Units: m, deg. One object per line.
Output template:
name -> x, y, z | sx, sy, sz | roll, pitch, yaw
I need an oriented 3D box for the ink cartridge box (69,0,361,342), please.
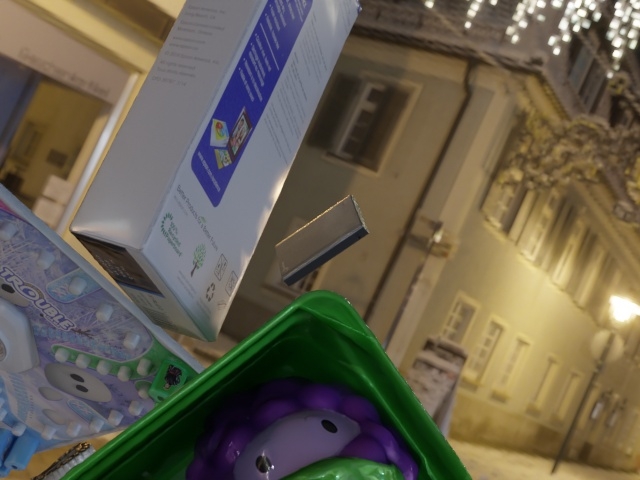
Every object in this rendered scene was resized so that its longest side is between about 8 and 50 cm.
ink cartridge box -> -0.063, -0.105, 0.716 | 0.065, 0.332, 0.165 | 15, -24, 20

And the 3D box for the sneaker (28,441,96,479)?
sneaker -> -0.336, 0.329, 1.185 | 0.073, 0.162, 0.063 | 54, -2, -12

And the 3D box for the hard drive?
hard drive -> 0.000, 0.000, 1.323 | 0.022, 0.135, 0.094 | 50, 12, -29

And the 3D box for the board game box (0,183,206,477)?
board game box -> -0.357, 0.099, 0.966 | 0.390, 0.050, 0.390 | -21, -56, 36

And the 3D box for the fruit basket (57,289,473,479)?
fruit basket -> -0.041, 0.234, 0.598 | 0.283, 0.392, 0.392 | 55, -7, -5
